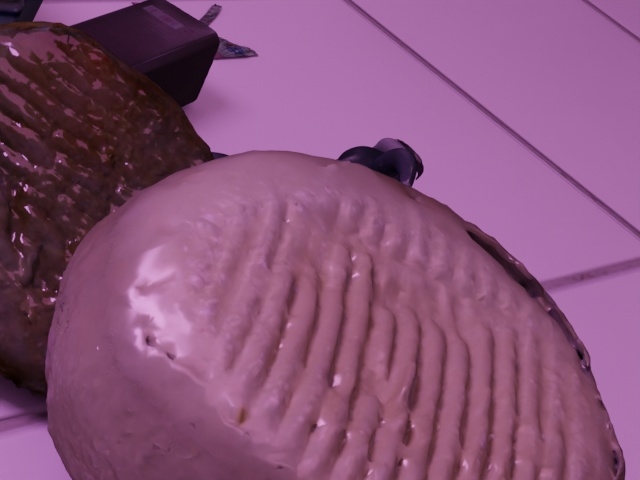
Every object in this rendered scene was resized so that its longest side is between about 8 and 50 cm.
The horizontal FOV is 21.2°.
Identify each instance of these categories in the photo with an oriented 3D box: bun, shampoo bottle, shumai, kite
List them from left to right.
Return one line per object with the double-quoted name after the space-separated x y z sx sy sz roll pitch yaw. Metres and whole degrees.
-0.193 -0.009 1.183 0.222 0.204 0.271 -11 81 -29 "shumai"
-0.180 -0.138 1.447 0.080 0.079 0.246 32 28 13 "shampoo bottle"
-0.124 -0.213 1.707 0.137 0.005 0.152 22 27 -10 "kite"
-0.003 0.115 1.012 0.360 0.211 0.359 26 37 -21 "bun"

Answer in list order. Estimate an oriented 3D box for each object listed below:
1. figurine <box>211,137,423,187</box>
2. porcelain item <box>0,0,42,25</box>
0.004 -0.003 1.319 0.265 0.140 0.193 -29 76 -32 "figurine"
-0.383 -0.271 1.423 0.286 0.157 0.281 2 38 -38 "porcelain item"
